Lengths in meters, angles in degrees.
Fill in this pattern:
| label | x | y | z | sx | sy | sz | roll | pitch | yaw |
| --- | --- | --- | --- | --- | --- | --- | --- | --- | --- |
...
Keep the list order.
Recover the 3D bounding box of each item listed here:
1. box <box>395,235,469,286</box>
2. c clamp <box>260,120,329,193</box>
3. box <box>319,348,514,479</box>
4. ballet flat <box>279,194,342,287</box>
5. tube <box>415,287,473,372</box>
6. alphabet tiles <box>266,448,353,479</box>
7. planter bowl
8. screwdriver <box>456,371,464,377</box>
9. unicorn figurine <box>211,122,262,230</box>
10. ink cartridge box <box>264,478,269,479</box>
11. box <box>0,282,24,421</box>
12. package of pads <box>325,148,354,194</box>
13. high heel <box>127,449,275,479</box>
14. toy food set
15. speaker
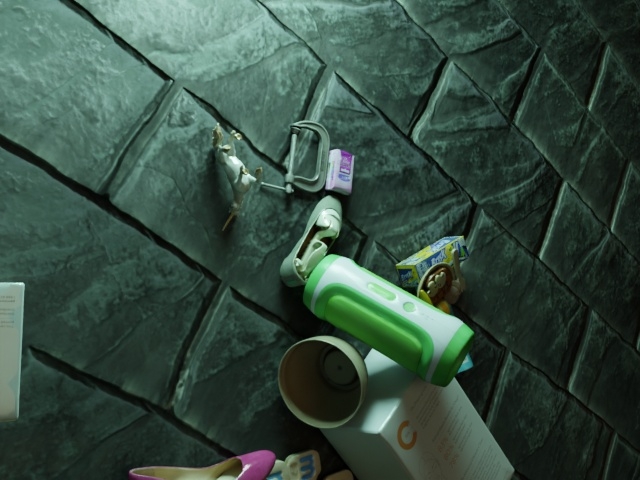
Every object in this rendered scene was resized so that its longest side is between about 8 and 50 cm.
| label | x | y | z | sx | sy | sz | roll | pitch | yaw |
| --- | --- | --- | --- | --- | --- | --- | --- | --- | --- |
| box | 0.243 | 0.044 | 1.470 | 0.169 | 0.059 | 0.054 | -26 | 103 | -36 |
| c clamp | -0.037 | -0.159 | 1.302 | 0.137 | 0.022 | 0.161 | 20 | 74 | -34 |
| box | 0.192 | 0.402 | 1.318 | 0.215 | 0.168 | 0.345 | -48 | 113 | -36 |
| ballet flat | 0.000 | 0.000 | 1.286 | 0.072 | 0.068 | 0.213 | 44 | 61 | -24 |
| tube | 0.268 | 0.183 | 1.477 | 0.080 | 0.052 | 0.207 | -13 | 80 | -42 |
| alphabet tiles | -0.046 | 0.530 | 1.227 | 0.278 | 0.021 | 0.284 | -8 | 90 | -35 |
| planter bowl | 0.019 | 0.243 | 1.236 | 0.109 | 0.162 | 0.162 | -17 | 97 | -64 |
| screwdriver | 0.253 | 0.253 | 1.481 | 0.170 | 0.024 | 0.025 | 38 | 94 | -26 |
| unicorn figurine | -0.146 | -0.114 | 1.177 | 0.060 | 0.111 | 0.162 | -11 | 77 | -27 |
| ink cartridge box | -0.127 | 0.484 | 1.047 | 0.234 | 0.193 | 0.088 | -35 | 102 | -27 |
| box | -0.487 | 0.142 | 0.872 | 0.181 | 0.119 | 0.182 | 4 | 82 | -37 |
| package of pads | 0.039 | -0.134 | 1.352 | 0.050 | 0.032 | 0.083 | 14 | 77 | -38 |
| high heel | -0.187 | 0.371 | 1.102 | 0.244 | 0.082 | 0.117 | -19 | 107 | -24 |
| toy food set | 0.249 | 0.110 | 1.416 | 0.192 | 0.038 | 0.132 | -37 | 125 | -31 |
| speaker | 0.118 | 0.140 | 1.222 | 0.131 | 0.296 | 0.131 | -48 | 155 | -31 |
